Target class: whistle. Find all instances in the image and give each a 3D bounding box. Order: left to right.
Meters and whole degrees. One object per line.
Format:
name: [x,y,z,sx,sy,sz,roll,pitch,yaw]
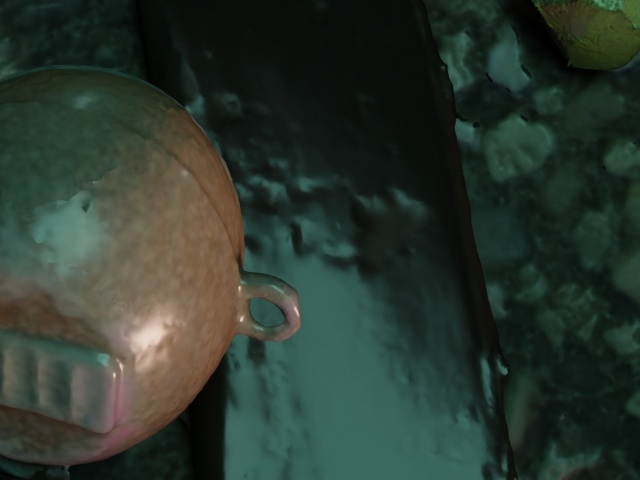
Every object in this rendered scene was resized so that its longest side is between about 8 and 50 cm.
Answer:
whistle: [-0.176,-0.007,0.806,0.348,0.189,0.189,11,68,4]

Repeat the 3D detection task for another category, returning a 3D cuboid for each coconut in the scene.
coconut: [0.155,-0.144,0.990,0.081,0.083,0.082,-59,135,-23]

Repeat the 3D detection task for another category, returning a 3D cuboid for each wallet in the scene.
wallet: [0.000,0.000,0.912,0.165,0.042,0.309,-4,72,-16]
